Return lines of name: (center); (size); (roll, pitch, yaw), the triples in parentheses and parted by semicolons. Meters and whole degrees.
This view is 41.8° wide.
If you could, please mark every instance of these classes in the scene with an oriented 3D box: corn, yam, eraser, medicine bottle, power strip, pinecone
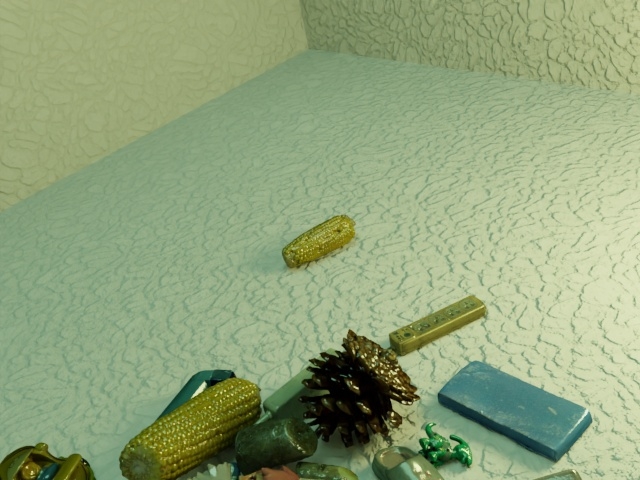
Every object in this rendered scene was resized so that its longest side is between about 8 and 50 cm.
corn: (0.000, 0.000, 2.524); (0.261, 0.097, 0.097); (-29, 35, -23)
yam: (0.017, 0.496, 1.734); (0.146, 0.070, 0.070); (1, 34, 24)
eraser: (0.417, 0.362, 1.830); (0.144, 0.043, 0.311); (-34, 37, -31)
medicine bottle: (-0.305, 0.404, 1.990); (0.124, 0.079, 0.258); (7, 37, 30)
corn: (-0.267, 0.417, 1.837); (0.144, 0.144, 0.387); (8, 21, 31)
yam: (-0.102, 0.434, 1.789); (0.183, 0.107, 0.107); (-21, 25, 28)
power strip: (0.291, 0.214, 2.116); (0.305, 0.044, 0.064); (-23, 33, -17)
pinecone: (0.068, 0.327, 1.830); (0.264, 0.264, 0.264); (-9, 31, 6)
power strip: (-0.049, 0.364, 1.949); (0.053, 0.093, 0.288); (22, 45, 40)

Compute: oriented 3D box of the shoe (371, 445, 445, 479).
shoe: (0.189, 0.475, 1.678); (0.103, 0.100, 0.251); (-27, 31, -24)

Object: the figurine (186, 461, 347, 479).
figurine: (-0.138, 0.525, 1.653); (0.386, 0.166, 0.207); (-10, 49, 12)

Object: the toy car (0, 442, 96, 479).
toy car: (-0.621, 0.530, 1.839); (0.247, 0.142, 0.200); (-1, 32, 15)

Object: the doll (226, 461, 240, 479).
doll: (-0.203, 0.516, 1.802); (0.076, 0.050, 0.083); (-26, 30, 14)

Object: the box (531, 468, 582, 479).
box: (0.451, 0.526, 1.465); (0.103, 0.055, 0.244); (-13, 52, -6)

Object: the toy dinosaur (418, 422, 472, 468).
toy dinosaur: (0.258, 0.434, 1.769); (0.096, 0.059, 0.132); (-14, 39, -19)
